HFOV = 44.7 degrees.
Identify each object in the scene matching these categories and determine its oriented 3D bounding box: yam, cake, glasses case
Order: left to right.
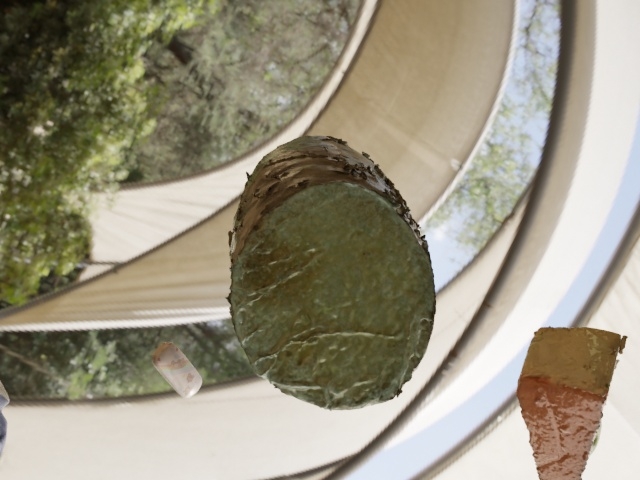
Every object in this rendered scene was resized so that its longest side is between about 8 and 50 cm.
[{"bbox_3d":[-0.161,0.147,0.878,0.021,0.083,0.032,16,-124,40],"label":"glasses case"},{"bbox_3d":[0.000,0.000,0.418,0.107,0.107,0.183,-61,-166,13],"label":"yam"},{"bbox_3d":[0.253,0.190,0.822,0.109,0.090,0.225,-54,149,-45],"label":"cake"}]

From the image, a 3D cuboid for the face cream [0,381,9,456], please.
[{"bbox_3d":[-0.514,0.204,0.880,0.249,0.225,0.249,-14,-130,17],"label":"face cream"}]
